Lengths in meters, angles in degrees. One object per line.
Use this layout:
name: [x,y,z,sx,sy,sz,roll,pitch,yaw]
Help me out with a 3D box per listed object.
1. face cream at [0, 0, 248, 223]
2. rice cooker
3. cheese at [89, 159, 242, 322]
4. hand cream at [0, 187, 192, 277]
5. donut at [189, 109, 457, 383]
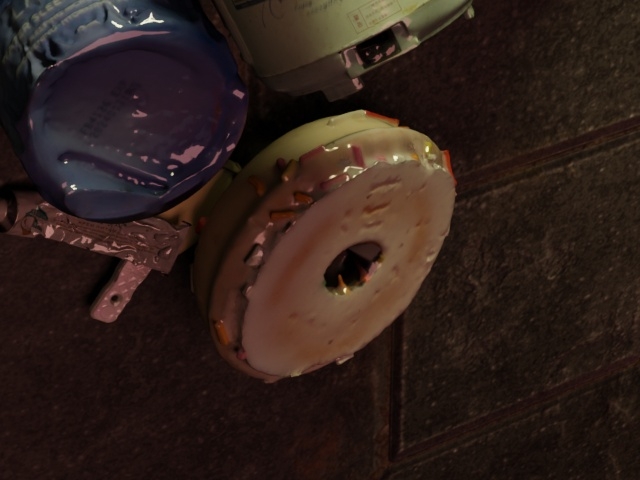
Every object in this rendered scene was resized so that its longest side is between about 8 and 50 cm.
face cream: [-0.219,-0.173,1.561,0.249,0.225,0.249,-18,134,-19]
rice cooker: [-0.002,-0.303,1.473,0.264,0.317,0.317,-25,137,10]
cheese: [-0.202,-0.004,1.841,0.127,0.050,0.255,24,107,-44]
hand cream: [-0.278,-0.016,1.758,0.257,0.050,0.084,11,123,-29]
donut: [0.000,0.000,1.886,0.382,0.142,0.383,-31,144,-25]
